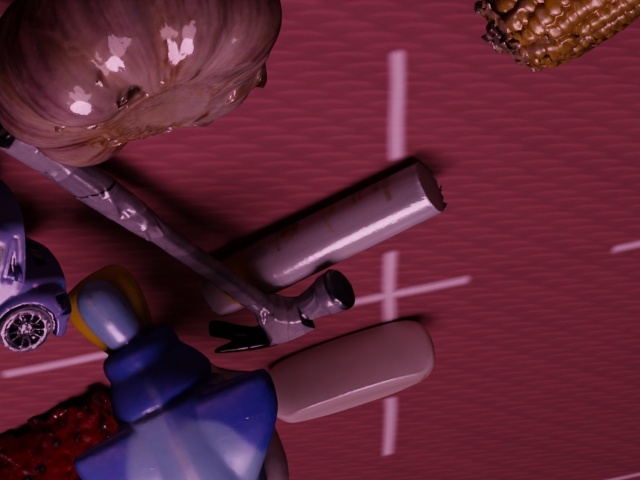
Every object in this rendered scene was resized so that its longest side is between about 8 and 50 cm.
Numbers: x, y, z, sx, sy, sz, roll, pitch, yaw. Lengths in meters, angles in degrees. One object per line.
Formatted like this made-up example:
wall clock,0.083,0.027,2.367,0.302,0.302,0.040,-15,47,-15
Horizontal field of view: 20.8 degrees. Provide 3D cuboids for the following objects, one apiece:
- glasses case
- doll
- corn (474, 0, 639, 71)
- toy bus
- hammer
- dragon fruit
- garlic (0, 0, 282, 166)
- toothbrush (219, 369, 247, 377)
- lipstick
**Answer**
glasses case,0.034,0.151,2.015,0.204,0.081,0.051,-18,147,10
doll,-0.132,0.202,1.715,0.187,0.376,0.365,-50,155,-12
corn,0.260,-0.243,1.431,0.318,0.115,0.115,-35,144,31
toy bus,-0.361,0.009,1.564,0.292,0.125,0.133,7,116,-29
hammer,-0.144,-0.010,1.656,0.152,0.044,0.427,-28,136,23
dragon fruit,-0.262,0.381,2.048,0.286,0.329,0.228,-28,153,20
garlic,-0.153,-0.162,1.360,0.245,0.160,0.245,-26,166,-7
toothbrush,-0.107,0.154,2.028,0.162,0.014,0.017,20,117,-42
lipstick,0.000,0.000,1.772,0.264,0.059,0.059,-27,147,19
